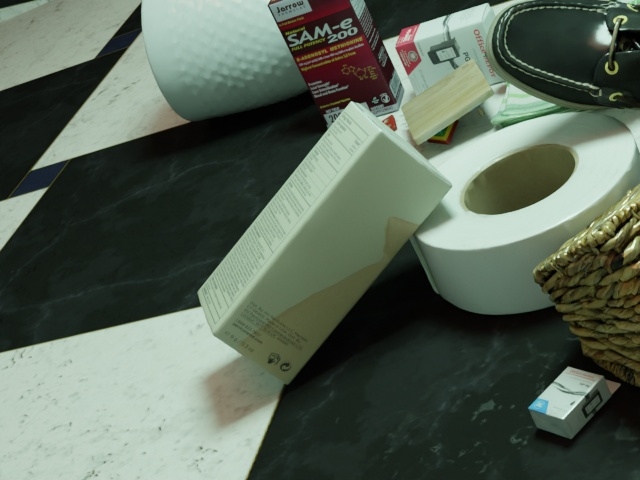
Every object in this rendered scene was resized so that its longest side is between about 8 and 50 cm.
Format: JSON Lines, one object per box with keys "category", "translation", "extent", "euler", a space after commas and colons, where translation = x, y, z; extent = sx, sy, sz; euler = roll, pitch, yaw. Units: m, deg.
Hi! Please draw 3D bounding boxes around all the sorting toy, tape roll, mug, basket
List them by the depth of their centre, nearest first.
{"category": "basket", "translation": [0.395, 0.025, 1.316], "extent": [0.299, 0.223, 0.213], "euler": [-38, -5, -19]}
{"category": "tape roll", "translation": [0.250, -0.035, 1.551], "extent": [0.286, 0.100, 0.286], "euler": [-21, 28, 12]}
{"category": "sorting toy", "translation": [0.186, -0.189, 1.930], "extent": [0.274, 0.046, 0.132], "euler": [-33, 25, 11]}
{"category": "mug", "translation": [-0.120, -0.416, 2.273], "extent": [0.328, 0.374, 0.276], "euler": [-10, 26, 19]}

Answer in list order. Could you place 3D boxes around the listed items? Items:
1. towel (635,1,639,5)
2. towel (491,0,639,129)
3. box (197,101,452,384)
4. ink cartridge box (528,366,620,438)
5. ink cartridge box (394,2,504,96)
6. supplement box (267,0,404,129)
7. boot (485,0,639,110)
{"category": "towel", "translation": [0.447, -0.303, 1.750], "extent": [0.282, 0.049, 0.187], "euler": [-32, 2, 8]}
{"category": "towel", "translation": [0.387, -0.275, 1.921], "extent": [0.248, 0.038, 0.325], "euler": [-13, 30, 25]}
{"category": "box", "translation": [0.000, 0.000, 1.563], "extent": [0.311, 0.121, 0.148], "euler": [-50, 22, 9]}
{"category": "ink cartridge box", "translation": [0.251, 0.154, 1.290], "extent": [0.083, 0.028, 0.048], "euler": [-41, 30, -25]}
{"category": "ink cartridge box", "translation": [0.208, -0.290, 2.031], "extent": [0.150, 0.109, 0.063], "euler": [-13, 29, 27]}
{"category": "supplement box", "translation": [0.028, -0.305, 2.080], "extent": [0.130, 0.239, 0.073], "euler": [-15, 29, 24]}
{"category": "boot", "translation": [0.389, -0.217, 1.434], "extent": [0.284, 0.377, 0.138], "euler": [126, 159, -84]}
